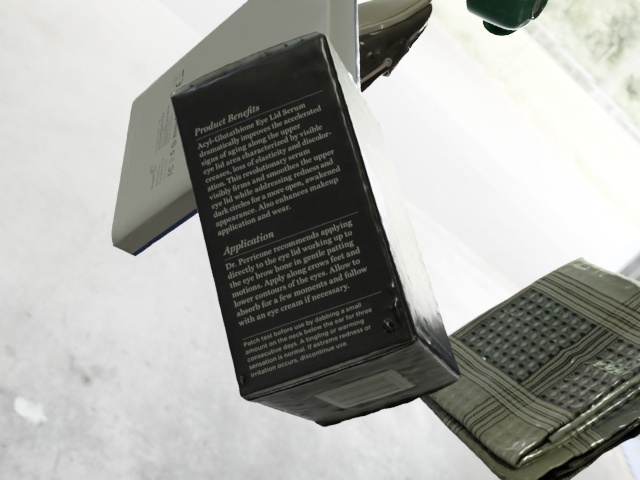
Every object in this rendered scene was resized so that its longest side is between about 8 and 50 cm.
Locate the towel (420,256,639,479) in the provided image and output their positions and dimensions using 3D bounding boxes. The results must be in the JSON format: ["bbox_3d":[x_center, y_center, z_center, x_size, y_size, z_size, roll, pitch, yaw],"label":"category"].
[{"bbox_3d":[0.284,0.142,1.164,0.324,0.312,0.056,39,-25,61],"label":"towel"}]

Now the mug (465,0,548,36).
[{"bbox_3d":[0.294,-0.380,1.456,0.097,0.129,0.157,29,5,19],"label":"mug"}]

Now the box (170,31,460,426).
[{"bbox_3d":[0.000,0.000,0.625,0.153,0.108,0.207,44,28,-65],"label":"box"}]

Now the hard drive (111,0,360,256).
[{"bbox_3d":[-0.089,-0.140,0.959,0.040,0.318,0.210,30,45,-34],"label":"hard drive"}]

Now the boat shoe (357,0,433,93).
[{"bbox_3d":[0.017,-0.205,1.157,0.112,0.096,0.335,16,40,42],"label":"boat shoe"}]
